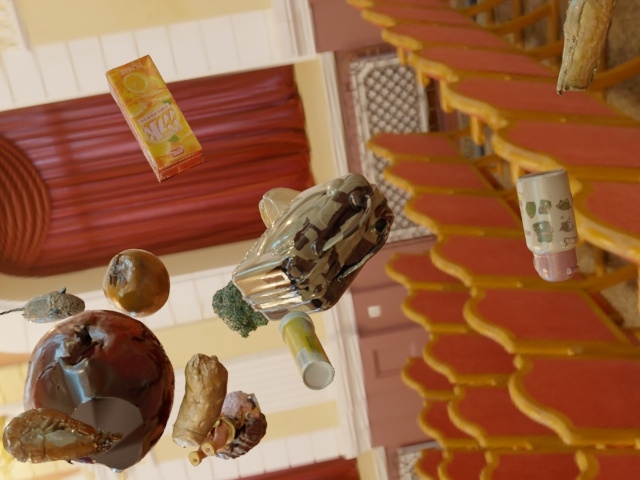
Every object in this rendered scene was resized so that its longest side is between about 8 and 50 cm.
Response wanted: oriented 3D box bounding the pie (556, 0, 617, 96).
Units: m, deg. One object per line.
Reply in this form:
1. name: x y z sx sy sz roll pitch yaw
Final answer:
1. pie: 0.535 -0.427 1.596 0.068 0.129 0.282 26 115 41

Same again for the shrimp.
1. shrimp: -0.405 0.310 1.259 0.043 0.184 0.091 123 150 -49

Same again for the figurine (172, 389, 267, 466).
1. figurine: -0.186 0.373 1.566 0.115 0.175 0.240 64 -163 14

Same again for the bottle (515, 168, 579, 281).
1. bottle: 0.525 -0.031 1.829 0.120 0.120 0.253 -124 24 -82

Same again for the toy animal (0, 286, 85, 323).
1. toy animal: -0.644 0.154 1.749 0.079 0.253 0.070 91 169 -59

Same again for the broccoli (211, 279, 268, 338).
1. broccoli: -0.188 0.161 2.071 0.156 0.195 0.195 85 174 -59

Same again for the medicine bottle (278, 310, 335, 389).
1. medicine bottle: -0.028 0.211 1.534 0.218 0.074 0.074 -124 24 -68

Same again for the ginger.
1. ginger: -0.198 0.265 1.317 0.069 0.095 0.190 34 122 36

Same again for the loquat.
1. loquat: -0.375 0.088 1.632 0.141 0.141 0.141 170 90 -87

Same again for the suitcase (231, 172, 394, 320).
1. suitcase: 0.000 0.000 1.747 0.194 0.351 0.339 50 145 -18

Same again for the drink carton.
1. drink carton: -0.314 -0.231 1.512 0.223 0.096 0.071 60 165 13

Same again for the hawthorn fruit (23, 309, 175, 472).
1. hawthorn fruit: -0.406 0.282 1.480 0.316 0.316 0.315 170 90 -87

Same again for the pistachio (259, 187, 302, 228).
1. pistachio: -0.052 -0.054 2.061 0.157 0.230 0.157 -62 2 4
